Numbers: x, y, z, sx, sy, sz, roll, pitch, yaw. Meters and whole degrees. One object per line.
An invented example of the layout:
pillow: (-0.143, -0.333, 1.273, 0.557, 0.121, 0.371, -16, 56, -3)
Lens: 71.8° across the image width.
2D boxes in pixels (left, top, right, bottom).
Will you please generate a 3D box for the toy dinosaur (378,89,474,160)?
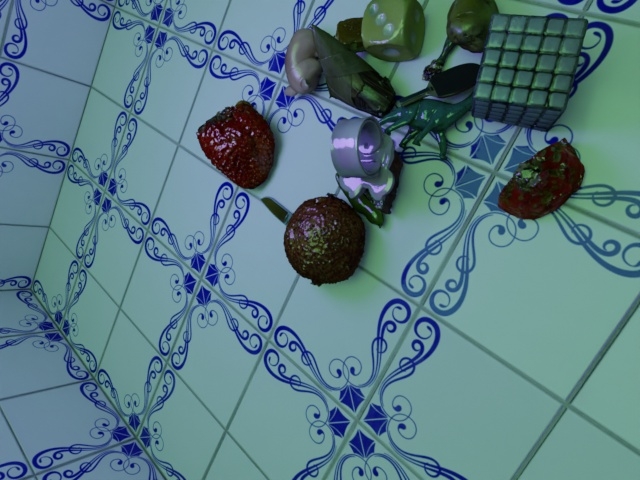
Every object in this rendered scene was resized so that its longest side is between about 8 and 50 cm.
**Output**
toy dinosaur: (0.372, -0.461, 1.476, 0.383, 0.129, 0.331, 30, 94, 33)

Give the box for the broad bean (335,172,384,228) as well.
broad bean: (0.137, -0.169, 1.628, 0.098, 0.056, 0.318, -48, 63, 40)

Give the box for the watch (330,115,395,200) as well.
watch: (0.118, -0.269, 1.428, 0.211, 0.217, 0.248, 7, 86, 37)

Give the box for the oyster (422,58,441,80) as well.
oyster: (0.373, -0.571, 1.498, 0.054, 0.019, 0.083, 58, 147, -1)

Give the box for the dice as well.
dice: (0.250, -0.723, 1.511, 0.166, 0.169, 0.169, 11, 94, 33)

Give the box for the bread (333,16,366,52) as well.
bread: (0.125, -0.749, 1.625, 0.140, 0.069, 0.128, -15, 69, -10)

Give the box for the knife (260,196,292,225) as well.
knife: (-0.143, -0.094, 1.839, 0.343, 0.027, 0.061, 40, 114, 29)

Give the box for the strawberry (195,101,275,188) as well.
strawberry: (-0.339, -0.385, 1.866, 0.312, 0.267, 0.351, -16, 104, 27)

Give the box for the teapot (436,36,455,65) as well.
teapot: (0.422, -0.637, 1.468, 0.043, 0.043, 0.111, 36, 110, 30)

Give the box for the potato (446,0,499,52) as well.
potato: (0.471, -0.673, 1.363, 0.137, 0.154, 0.200, -23, 47, 45)

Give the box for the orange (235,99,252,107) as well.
orange: (-0.336, -0.572, 1.958, 0.085, 0.085, 0.095, -35, 76, 28)

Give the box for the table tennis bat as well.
table tennis bat: (0.388, -0.498, 1.430, 0.274, 0.021, 0.154, -20, 43, 15)

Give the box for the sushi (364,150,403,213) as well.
sushi: (0.221, -0.228, 1.544, 0.161, 0.107, 0.241, -40, 61, 28)

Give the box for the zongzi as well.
zongzi: (0.110, -0.581, 1.519, 0.289, 0.317, 0.154, 35, 88, 30)

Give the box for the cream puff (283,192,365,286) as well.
cream puff: (0.004, 0.003, 1.609, 0.350, 0.228, 0.350, 2, 95, 29)

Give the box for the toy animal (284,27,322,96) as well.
toy animal: (-0.064, -0.700, 1.732, 0.166, 0.154, 0.250, -173, 87, -77)

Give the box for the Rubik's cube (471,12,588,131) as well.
Rubik's cube: (0.563, -0.457, 1.219, 0.238, 0.237, 0.237, 16, 95, 18)

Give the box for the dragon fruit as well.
dragon fruit: (0.608, -0.154, 1.228, 0.262, 0.211, 0.134, -52, 55, 27)
